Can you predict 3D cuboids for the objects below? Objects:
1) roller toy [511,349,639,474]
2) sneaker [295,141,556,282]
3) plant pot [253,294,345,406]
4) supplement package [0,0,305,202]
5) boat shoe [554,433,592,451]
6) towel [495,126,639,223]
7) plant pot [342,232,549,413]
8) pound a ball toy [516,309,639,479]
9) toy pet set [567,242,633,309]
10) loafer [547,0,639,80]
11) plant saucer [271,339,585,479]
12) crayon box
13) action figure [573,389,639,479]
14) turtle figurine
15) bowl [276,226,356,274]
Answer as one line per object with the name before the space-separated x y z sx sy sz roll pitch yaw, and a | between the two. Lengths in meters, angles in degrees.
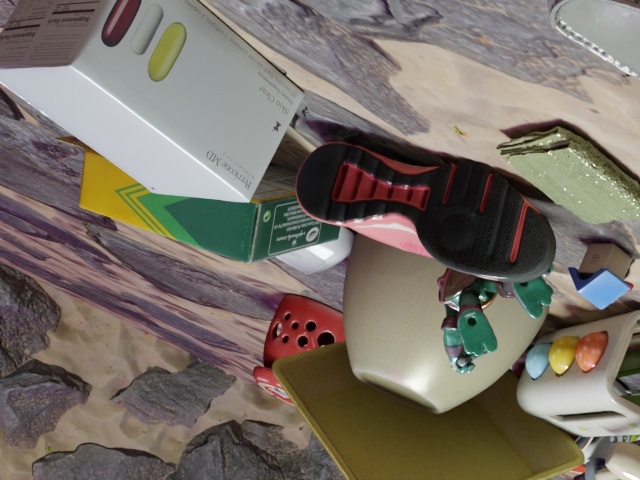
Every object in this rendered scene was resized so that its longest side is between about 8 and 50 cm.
roller toy | 0.359 0.266 1.944 0.209 0.146 0.191 14 160 40
sneaker | 0.131 -0.035 1.450 0.314 0.116 0.136 20 180 28
plant pot | -0.017 0.217 2.355 0.191 0.174 0.191 23 167 6
supplement package | -0.191 -0.172 1.390 0.262 0.145 0.204 37 162 -36
boat shoe | 0.337 0.292 1.818 0.043 0.049 0.137 37 123 -8
towel | 0.253 -0.062 1.253 0.148 0.027 0.110 34 162 -24
plant pot | 0.143 0.122 1.736 0.284 0.191 0.284 24 164 7
pound a ball toy | 0.346 0.200 1.627 0.136 0.208 0.319 28 166 -8
toy pet set | 0.341 0.057 1.429 0.114 0.065 0.122 34 163 -28
loafer | 0.300 -0.102 0.877 0.319 0.111 0.112 24 165 8
plant saucer | 0.142 0.264 1.800 0.333 0.333 0.081 51 144 40
crayon box | -0.156 -0.064 1.634 0.323 0.083 0.203 18 -163 29
action figure | 0.462 0.295 1.770 0.185 0.099 0.285 18 129 -9
turtle figurine | 0.192 0.071 1.511 0.118 0.175 0.234 35 -179 -4
bowl | -0.029 -0.001 1.841 0.142 0.053 0.142 30 159 -12
